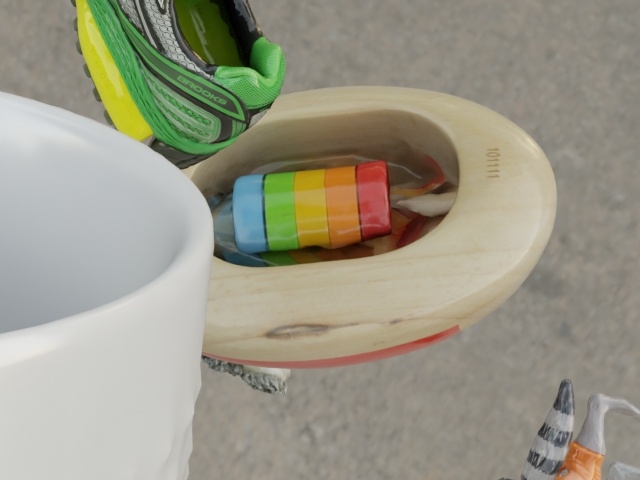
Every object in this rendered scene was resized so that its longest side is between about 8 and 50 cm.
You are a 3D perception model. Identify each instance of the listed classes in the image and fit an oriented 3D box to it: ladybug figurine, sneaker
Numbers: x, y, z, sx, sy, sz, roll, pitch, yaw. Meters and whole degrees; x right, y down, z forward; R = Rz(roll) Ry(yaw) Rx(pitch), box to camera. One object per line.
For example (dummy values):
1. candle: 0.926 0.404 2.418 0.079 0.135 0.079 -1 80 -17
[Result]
1. ladybug figurine: 0.000 0.000 1.477 0.449 0.162 0.305 -3 50 9
2. sneaker: -0.128 -0.229 1.118 0.134 0.146 0.343 -37 101 -46

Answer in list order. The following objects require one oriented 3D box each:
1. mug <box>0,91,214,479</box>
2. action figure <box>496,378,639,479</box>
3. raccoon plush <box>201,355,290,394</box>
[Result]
1. mug: -0.178 0.117 0.586 0.276 0.328 0.374 13 20 12
2. action figure: 0.199 0.289 1.594 0.178 0.330 0.341 34 15 -21
3. raccoon plush: -0.236 0.083 1.813 0.216 0.446 0.299 -74 141 -63
